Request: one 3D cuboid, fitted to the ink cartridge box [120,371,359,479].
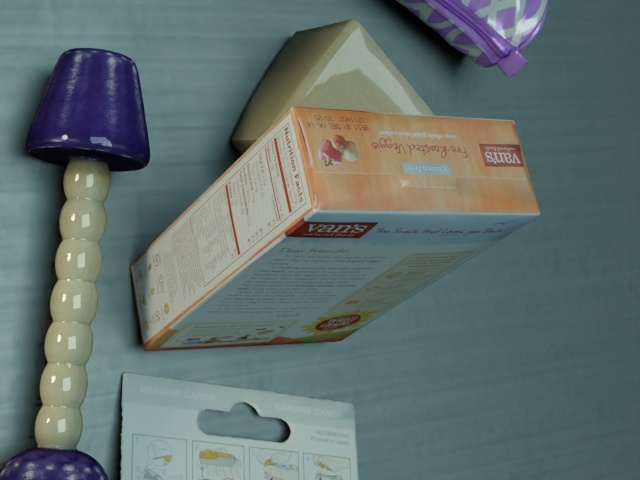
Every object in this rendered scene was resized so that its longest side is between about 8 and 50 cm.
[{"bbox_3d":[-0.058,0.217,0.866,0.189,0.066,0.232,12,58,-30],"label":"ink cartridge box"}]

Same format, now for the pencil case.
[{"bbox_3d":[0.076,-0.210,0.959,0.206,0.086,0.088,31,36,-24],"label":"pencil case"}]

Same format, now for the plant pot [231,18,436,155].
[{"bbox_3d":[0.005,-0.075,0.897,0.096,0.109,0.109,-47,109,-13],"label":"plant pot"}]

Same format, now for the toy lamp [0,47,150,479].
[{"bbox_3d":[-0.151,0.020,0.801,0.080,0.080,0.275,10,79,-31],"label":"toy lamp"}]

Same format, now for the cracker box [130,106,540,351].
[{"bbox_3d":[0.000,0.000,0.803,0.155,0.232,0.067,1,68,-32],"label":"cracker box"}]
